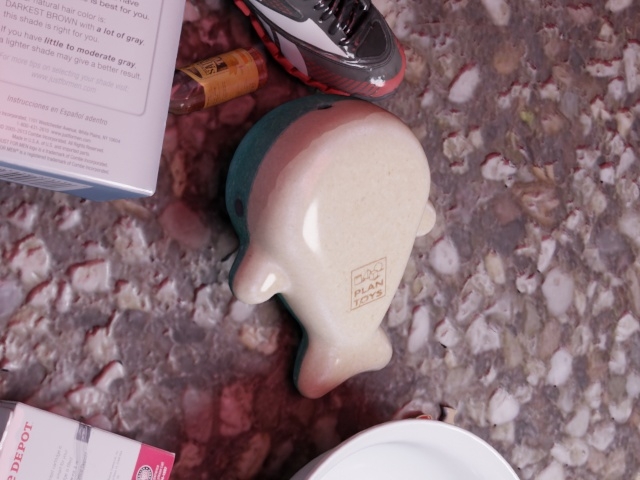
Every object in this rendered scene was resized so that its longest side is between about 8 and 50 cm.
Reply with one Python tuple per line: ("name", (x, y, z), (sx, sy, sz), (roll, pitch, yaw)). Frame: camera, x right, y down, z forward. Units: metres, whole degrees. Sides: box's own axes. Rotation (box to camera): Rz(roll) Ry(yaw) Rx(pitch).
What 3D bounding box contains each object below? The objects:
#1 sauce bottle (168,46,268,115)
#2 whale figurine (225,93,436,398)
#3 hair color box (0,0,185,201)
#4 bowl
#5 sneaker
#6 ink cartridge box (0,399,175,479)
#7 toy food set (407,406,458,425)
("sauce bottle", (-0.106, -0.132, 1.382), (0.128, 0.042, 0.042), (-23, 101, -32))
("whale figurine", (0.000, 0.000, 1.412), (0.216, 0.141, 0.272), (-24, 125, -30))
("hair color box", (-0.208, -0.233, 1.282), (0.185, 0.113, 0.374), (13, 82, -31))
("bowl", (0.044, 0.301, 1.407), (0.298, 0.134, 0.298), (2, 87, -31))
("sneaker", (-0.012, -0.219, 1.391), (0.276, 0.135, 0.097), (42, 66, -25))
("ink cartridge box", (-0.208, 0.201, 1.296), (0.150, 0.063, 0.109), (23, 77, -29))
("toy food set", (0.098, 0.216, 1.510), (0.078, 0.019, 0.122), (7, 85, -31))
